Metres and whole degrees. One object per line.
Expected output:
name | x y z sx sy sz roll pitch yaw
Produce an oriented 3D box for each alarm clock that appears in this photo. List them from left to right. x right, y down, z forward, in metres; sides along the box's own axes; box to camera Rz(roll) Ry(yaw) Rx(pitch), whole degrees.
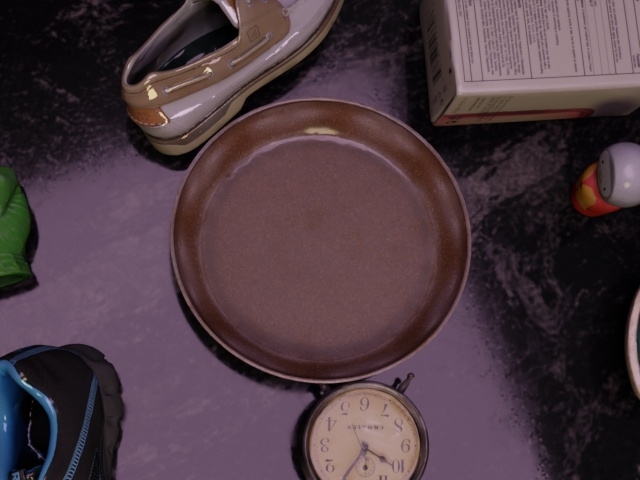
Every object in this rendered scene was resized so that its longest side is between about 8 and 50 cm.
alarm clock | 0.041 0.229 1.256 0.129 0.064 0.192 4 75 -9

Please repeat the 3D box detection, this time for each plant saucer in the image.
plant saucer | 0.000 0.000 1.288 0.311 0.050 0.310 1 73 -4

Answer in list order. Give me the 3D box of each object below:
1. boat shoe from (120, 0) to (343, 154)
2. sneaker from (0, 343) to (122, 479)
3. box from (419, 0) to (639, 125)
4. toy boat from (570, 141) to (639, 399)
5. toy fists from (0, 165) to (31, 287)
boat shoe | -0.084 -0.226 1.290 0.113 0.103 0.302 31 74 34
sneaker | -0.248 0.265 1.164 0.125 0.140 0.340 -20 76 20
box | 0.236 -0.213 1.333 0.232 0.127 0.148 -3 80 -8
toy boat | 0.391 0.032 1.295 0.267 0.148 0.318 -43 88 -12
toy fists | -0.430 -0.002 1.228 0.279 0.096 0.142 -16 81 -8
